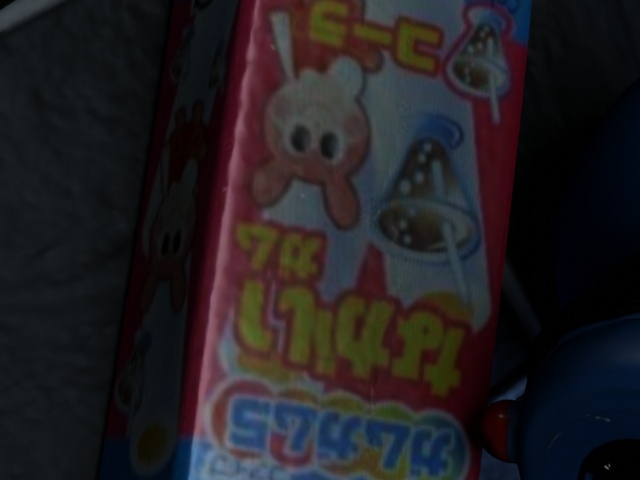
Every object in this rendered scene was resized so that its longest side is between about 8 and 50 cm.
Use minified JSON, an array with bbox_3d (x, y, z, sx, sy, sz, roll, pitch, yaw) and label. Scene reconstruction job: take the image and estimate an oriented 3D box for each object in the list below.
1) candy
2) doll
[{"bbox_3d":[0.001,0.000,0.930,0.157,0.100,0.305,14,78,-26],"label":"candy"},{"bbox_3d":[0.217,0.033,0.944,0.240,0.284,0.310,23,44,18],"label":"doll"}]
